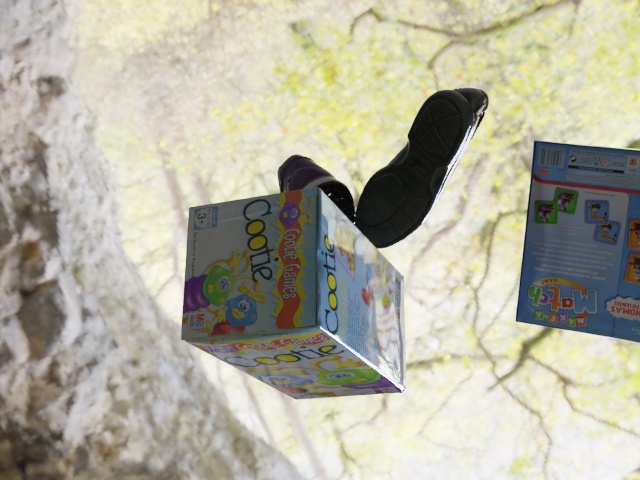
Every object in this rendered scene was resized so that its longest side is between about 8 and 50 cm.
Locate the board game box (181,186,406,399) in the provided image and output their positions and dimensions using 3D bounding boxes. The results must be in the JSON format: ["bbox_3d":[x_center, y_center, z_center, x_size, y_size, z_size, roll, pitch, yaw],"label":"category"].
[{"bbox_3d":[-0.017,0.068,1.059,0.142,0.144,0.275,-8,157,20],"label":"board game box"}]

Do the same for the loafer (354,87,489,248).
[{"bbox_3d":[0.137,-0.090,1.302,0.084,0.096,0.267,-26,157,-43],"label":"loafer"}]

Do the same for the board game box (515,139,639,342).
[{"bbox_3d":[0.310,0.000,1.124,0.160,0.211,0.039,9,-171,27],"label":"board game box"}]

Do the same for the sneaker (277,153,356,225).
[{"bbox_3d":[0.000,0.000,1.454,0.107,0.124,0.283,-21,131,-18],"label":"sneaker"}]
